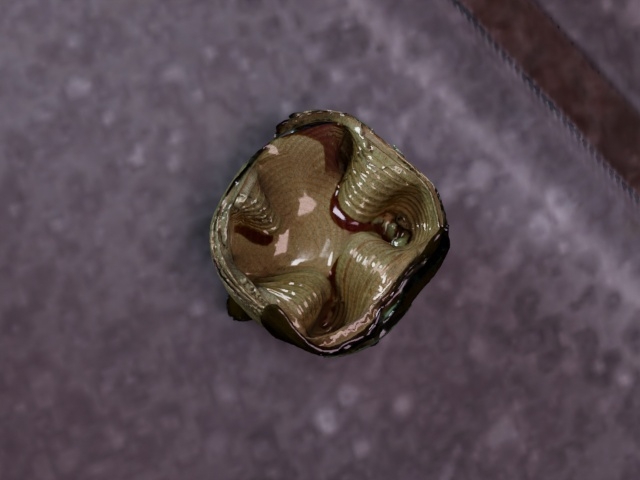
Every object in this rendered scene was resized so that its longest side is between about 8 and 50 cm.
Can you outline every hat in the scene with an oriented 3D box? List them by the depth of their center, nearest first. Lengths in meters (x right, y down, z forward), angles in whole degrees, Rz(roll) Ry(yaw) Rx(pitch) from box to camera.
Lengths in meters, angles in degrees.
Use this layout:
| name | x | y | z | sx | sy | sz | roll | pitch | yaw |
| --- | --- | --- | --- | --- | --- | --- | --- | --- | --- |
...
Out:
| name | x | y | z | sx | sy | sz | roll | pitch | yaw |
| --- | --- | --- | --- | --- | --- | --- | --- | --- | --- |
| hat | 0.000 | 0.000 | 0.595 | 0.076 | 0.059 | 0.077 | 41 | 77 | 0 |
